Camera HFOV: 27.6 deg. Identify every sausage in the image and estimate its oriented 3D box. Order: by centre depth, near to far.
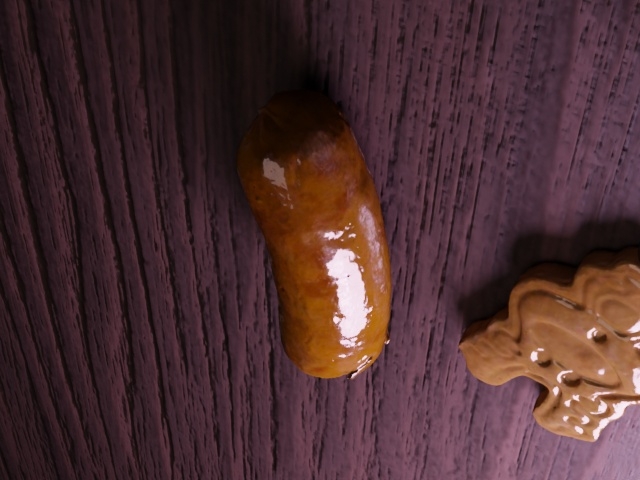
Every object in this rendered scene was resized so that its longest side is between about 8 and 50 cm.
[{"bbox_3d":[-0.001,0.001,1.034,0.109,0.109,0.270,16,140,28],"label":"sausage"}]

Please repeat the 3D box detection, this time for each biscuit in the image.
[{"bbox_3d":[0.203,0.081,1.006,0.144,0.040,0.236,32,148,-2],"label":"biscuit"}]

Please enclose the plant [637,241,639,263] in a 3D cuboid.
[{"bbox_3d":[0.289,0.049,0.762,0.234,0.204,0.178,-12,119,41],"label":"plant"}]
